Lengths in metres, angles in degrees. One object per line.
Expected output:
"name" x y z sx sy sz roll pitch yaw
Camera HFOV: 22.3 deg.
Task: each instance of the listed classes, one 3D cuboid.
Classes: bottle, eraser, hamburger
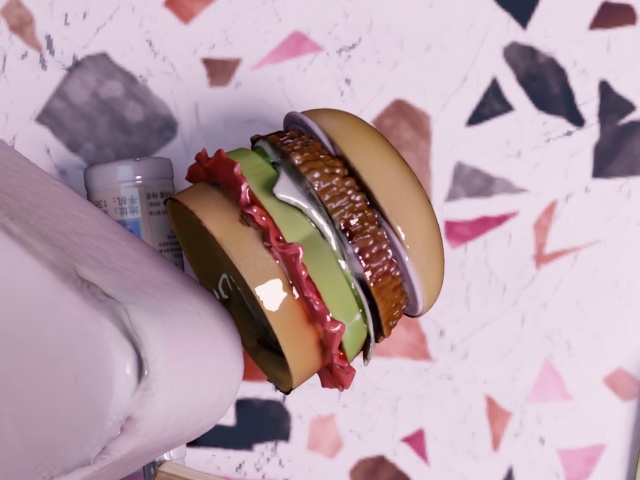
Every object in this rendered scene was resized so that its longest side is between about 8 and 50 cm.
"bottle" -0.107 0.057 1.021 0.060 0.060 0.217 -8 89 3
"eraser" -0.206 0.067 0.948 0.331 0.150 0.331 0 90 21
"hamburger" -0.001 0.000 0.974 0.137 0.175 0.175 -31 88 -15

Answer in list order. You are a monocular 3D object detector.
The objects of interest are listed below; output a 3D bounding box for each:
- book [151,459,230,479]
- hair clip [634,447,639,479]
"book" 0.022 0.278 1.008 0.310 0.021 0.217 15 104 3
"hair clip" 0.221 0.164 1.018 0.060 0.033 0.188 4 92 5
